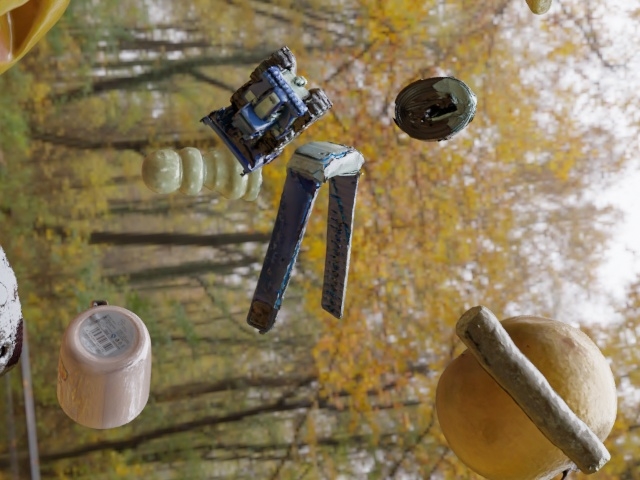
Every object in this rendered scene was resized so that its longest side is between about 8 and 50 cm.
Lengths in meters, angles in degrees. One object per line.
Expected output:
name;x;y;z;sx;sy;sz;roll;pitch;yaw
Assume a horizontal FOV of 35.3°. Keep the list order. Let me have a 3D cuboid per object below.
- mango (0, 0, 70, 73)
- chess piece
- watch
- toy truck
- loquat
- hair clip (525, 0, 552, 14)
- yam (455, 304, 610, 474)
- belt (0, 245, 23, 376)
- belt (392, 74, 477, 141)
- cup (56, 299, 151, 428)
mango;-0.381;-0.219;0.894;0.253;0.364;0.182;15;53;-77
chess piece;-0.257;-0.149;2.136;0.133;0.243;0.133;179;-90;-68
watch;0.006;-0.006;1.473;0.276;0.068;0.275;-4;109;-67
toy truck;-0.088;-0.179;1.486;0.113;0.126;0.208;51;-36;-1
loquat;0.327;0.253;1.565;0.275;0.274;0.275;175;-90;-75
hair clip;0.255;-0.303;1.040;0.159;0.218;0.071;-47;-124;41
yam;0.288;0.205;1.375;0.274;0.061;0.061;49;-18;-1
belt;-0.640;0.137;1.782;0.164;0.184;0.289;-44;133;-62
belt;0.188;-0.215;1.652;0.058;0.140;0.105;-13;87;-76
cup;-0.444;0.226;2.068;0.200;0.191;0.253;107;-25;-48
